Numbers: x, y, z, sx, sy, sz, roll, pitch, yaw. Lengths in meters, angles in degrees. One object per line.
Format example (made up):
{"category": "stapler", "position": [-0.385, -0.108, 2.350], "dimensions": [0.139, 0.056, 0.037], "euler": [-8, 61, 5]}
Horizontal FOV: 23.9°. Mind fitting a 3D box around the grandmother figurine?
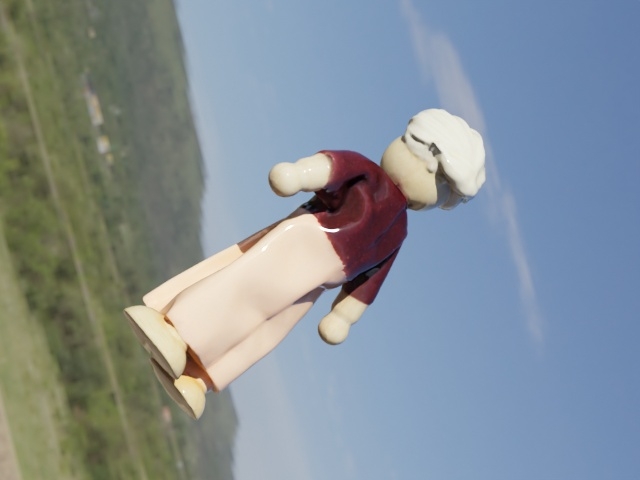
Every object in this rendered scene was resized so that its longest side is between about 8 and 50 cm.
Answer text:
{"category": "grandmother figurine", "position": [0.000, 0.000, 1.275], "dimensions": [0.104, 0.342, 0.208], "euler": [45, -18, 30]}
